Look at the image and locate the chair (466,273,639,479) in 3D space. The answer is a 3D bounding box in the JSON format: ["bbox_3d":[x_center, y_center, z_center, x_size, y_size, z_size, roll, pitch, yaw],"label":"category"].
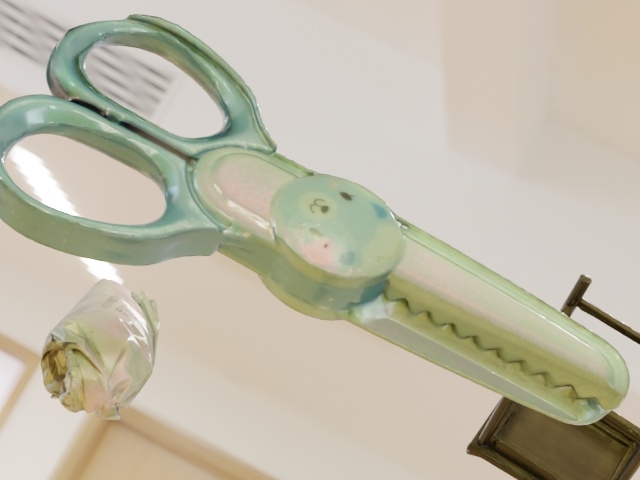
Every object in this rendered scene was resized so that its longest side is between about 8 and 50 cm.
[{"bbox_3d":[0.227,0.182,1.718,0.155,0.141,0.260,33,-49,10],"label":"chair"}]

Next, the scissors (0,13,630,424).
[{"bbox_3d":[0.000,0.000,0.702,0.256,0.125,0.030,28,-46,1],"label":"scissors"}]

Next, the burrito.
[{"bbox_3d":[-0.120,0.061,1.033,0.064,0.064,0.203,30,3,-4],"label":"burrito"}]
